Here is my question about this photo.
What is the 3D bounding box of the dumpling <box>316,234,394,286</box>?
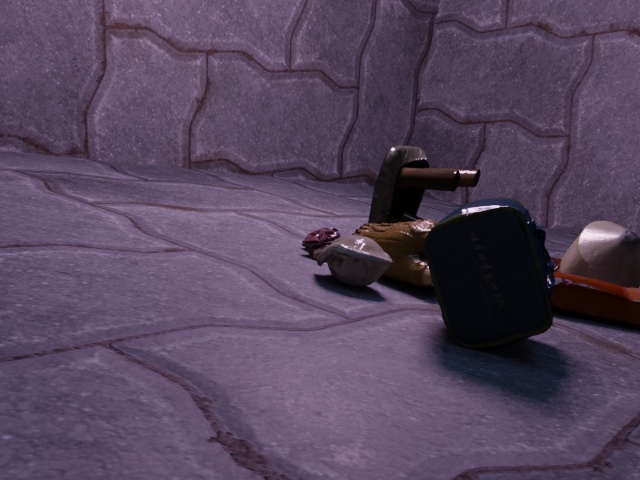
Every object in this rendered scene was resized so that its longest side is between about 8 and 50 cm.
[{"bbox_3d":[0.064,0.043,1.648,0.136,0.118,0.199,7,-12,-31],"label":"dumpling"}]

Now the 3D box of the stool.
[{"bbox_3d":[0.301,-0.107,2.196,0.226,0.310,0.310,15,13,23],"label":"stool"}]

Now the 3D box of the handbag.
[{"bbox_3d":[0.314,0.055,1.403,0.223,0.262,0.241,-15,1,19],"label":"handbag"}]

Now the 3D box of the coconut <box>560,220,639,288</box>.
[{"bbox_3d":[0.731,0.055,1.929,0.202,0.222,0.202,6,55,-9],"label":"coconut"}]

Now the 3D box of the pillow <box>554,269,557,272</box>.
[{"bbox_3d":[0.420,0.061,1.940,0.306,0.108,0.308,13,5,37],"label":"pillow"}]

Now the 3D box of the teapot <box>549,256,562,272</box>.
[{"bbox_3d":[0.641,0.099,2.089,0.098,0.078,0.129,-29,21,4],"label":"teapot"}]

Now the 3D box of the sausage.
[{"bbox_3d":[0.658,0.142,1.771,0.349,0.093,0.097,12,23,1],"label":"sausage"}]

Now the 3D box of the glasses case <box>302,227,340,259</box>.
[{"bbox_3d":[0.000,0.000,1.939,0.103,0.070,0.193,8,9,-8],"label":"glasses case"}]

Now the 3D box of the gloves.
[{"bbox_3d":[0.233,0.030,1.763,0.357,0.155,0.203,22,18,37],"label":"gloves"}]
